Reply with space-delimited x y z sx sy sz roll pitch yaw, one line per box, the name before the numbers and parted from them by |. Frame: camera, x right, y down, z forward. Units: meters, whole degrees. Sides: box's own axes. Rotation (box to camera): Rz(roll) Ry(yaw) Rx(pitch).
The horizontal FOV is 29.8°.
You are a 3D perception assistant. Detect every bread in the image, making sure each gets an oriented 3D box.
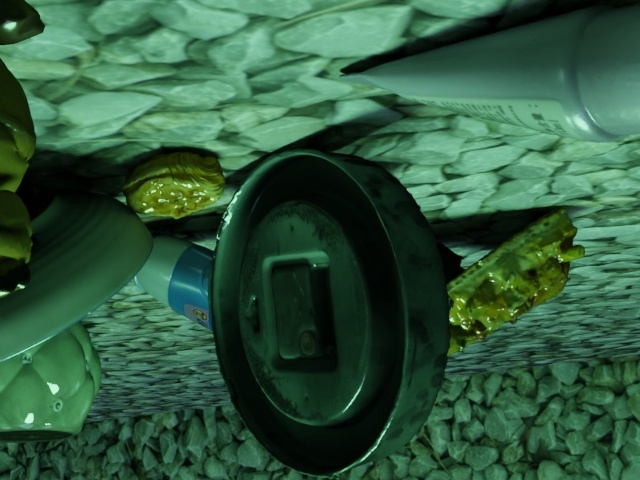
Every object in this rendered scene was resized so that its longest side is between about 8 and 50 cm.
bread | -0.144 -0.054 1.158 0.083 0.044 0.110 10 160 -37

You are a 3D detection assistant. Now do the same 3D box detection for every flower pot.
flower pot | -0.464 0.210 1.874 0.246 0.195 0.246 -4 165 -1

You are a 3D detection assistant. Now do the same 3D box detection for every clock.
clock | 0.001 0.067 1.143 0.061 0.313 0.312 -4 170 -38

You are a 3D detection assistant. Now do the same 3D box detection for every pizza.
pizza | 0.209 0.083 1.538 0.258 0.087 0.268 -33 169 -5

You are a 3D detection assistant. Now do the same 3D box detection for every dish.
dish | -0.313 0.005 1.160 0.273 0.134 0.273 -22 -159 9

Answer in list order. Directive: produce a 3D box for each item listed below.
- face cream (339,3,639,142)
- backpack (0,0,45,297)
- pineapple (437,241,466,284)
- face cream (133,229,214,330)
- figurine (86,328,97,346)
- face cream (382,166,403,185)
face cream | 0.159 -0.118 0.898 0.154 0.096 0.274 4 178 -42
backpack | -0.347 -0.063 0.698 0.353 0.201 0.378 -5 170 12
pineapple | 0.094 0.039 1.526 0.119 0.111 0.237 22 -167 39
face cream | -0.105 0.068 1.397 0.264 0.083 0.149 26 161 12
figurine | -0.476 0.201 2.045 0.195 0.111 0.102 -6 -172 5
face cream | 0.000 0.000 1.332 0.092 0.092 0.311 1 166 -20
